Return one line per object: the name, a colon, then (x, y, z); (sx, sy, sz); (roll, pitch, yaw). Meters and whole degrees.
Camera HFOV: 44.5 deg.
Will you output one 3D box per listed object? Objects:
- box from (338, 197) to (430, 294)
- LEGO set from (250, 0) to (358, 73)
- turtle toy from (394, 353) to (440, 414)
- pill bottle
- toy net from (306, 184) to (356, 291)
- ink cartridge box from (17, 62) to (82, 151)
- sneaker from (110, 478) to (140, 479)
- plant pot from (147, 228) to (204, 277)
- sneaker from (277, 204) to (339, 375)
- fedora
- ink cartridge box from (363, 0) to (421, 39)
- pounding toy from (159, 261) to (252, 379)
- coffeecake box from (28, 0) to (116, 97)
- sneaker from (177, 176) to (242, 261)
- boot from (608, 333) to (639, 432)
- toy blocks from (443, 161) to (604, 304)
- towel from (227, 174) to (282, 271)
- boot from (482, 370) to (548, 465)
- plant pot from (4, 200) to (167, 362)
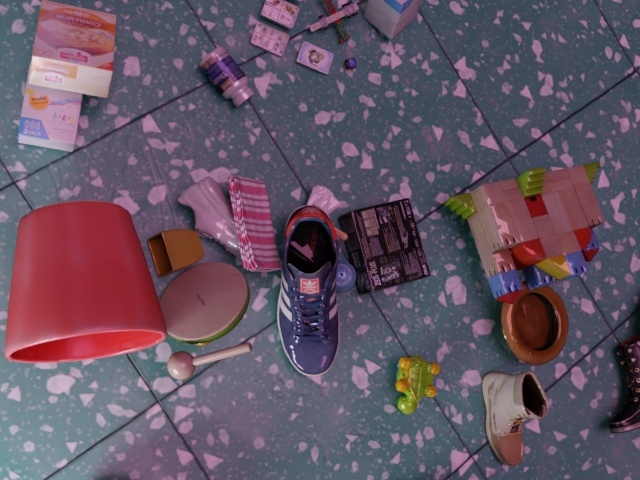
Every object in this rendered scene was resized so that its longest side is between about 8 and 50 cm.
box: (0.138, 0.013, 1.700); (0.148, 0.077, 0.180); (-14, 87, -23)
LEGO set: (-0.018, -0.474, 1.750); (0.244, 0.060, 0.182); (19, 87, -16)
turtle toy: (0.197, 0.308, 1.681); (0.095, 0.066, 0.130); (14, 77, -19)
pill bottle: (-0.193, -0.339, 1.635); (0.067, 0.067, 0.120); (-41, 97, -22)
toy net: (0.000, 0.000, 1.672); (0.122, 0.045, 0.232); (-11, 82, -2)
ink cartridge box: (-0.514, -0.272, 1.503); (0.104, 0.061, 0.181); (9, 78, -20)
sneaker: (-0.338, 0.587, 1.397); (0.128, 0.126, 0.320); (-14, 85, -17)
plant pot: (-0.278, 0.019, 1.540); (0.083, 0.081, 0.081); (-16, 87, -33)
sneaker: (-0.024, 0.103, 1.559); (0.131, 0.148, 0.349); (-5, 91, -4)
fedora: (0.478, 0.189, 1.802); (0.195, 0.079, 0.194); (3, 82, -22)
ink cartridge box: (0.166, -0.537, 1.774); (0.090, 0.143, 0.092); (43, 68, 9)
pounding toy: (-0.208, 0.164, 1.519); (0.183, 0.110, 0.236); (-17, 48, 6)
coffeecake box: (-0.468, -0.365, 1.487); (0.143, 0.068, 0.185); (8, 47, -20)
sneaker: (-0.206, -0.024, 1.584); (0.094, 0.080, 0.212); (-29, 109, 11)
boot: (0.748, 0.342, 1.881); (0.237, 0.085, 0.178); (-23, 88, -29)
toy blocks: (0.497, -0.012, 1.761); (0.382, 0.191, 0.260); (-12, 77, -23)
towel: (-0.128, -0.034, 1.582); (0.029, 0.144, 0.196); (-13, 85, 20)
boot: (0.431, 0.390, 1.704); (0.077, 0.165, 0.213); (-6, 82, -21)
plant pot: (-0.424, 0.074, 1.389); (0.275, 0.275, 0.243); (-5, 75, -22)
